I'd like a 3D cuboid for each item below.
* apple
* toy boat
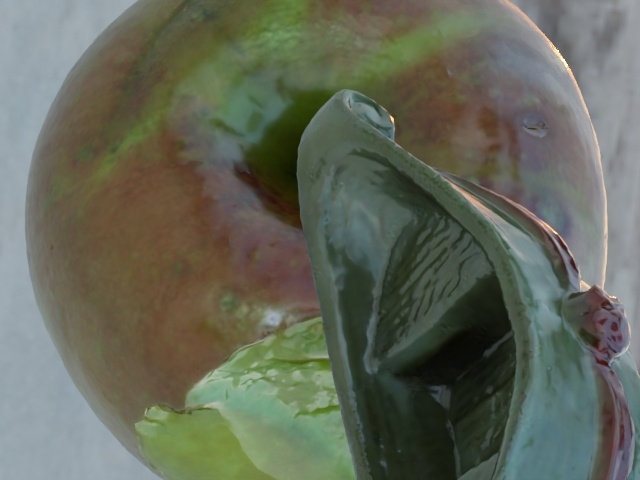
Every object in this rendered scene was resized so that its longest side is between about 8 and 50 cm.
[{"bbox_3d":[0.000,0.000,1.026,0.339,0.340,0.339,8,90,-79],"label":"apple"},{"bbox_3d":[0.037,0.040,0.450,0.089,0.071,0.185,-47,-142,38],"label":"toy boat"}]
